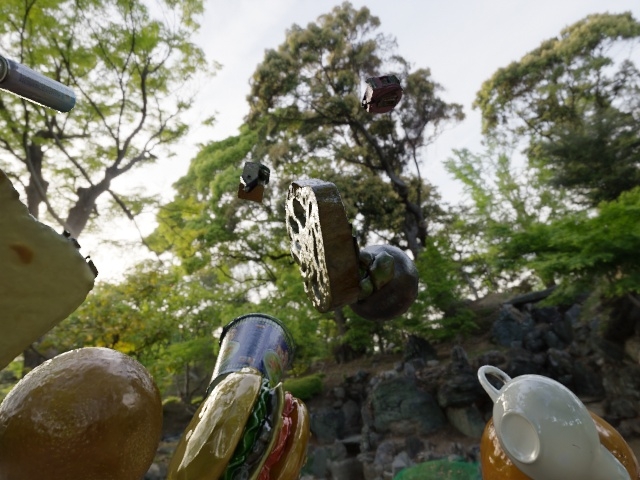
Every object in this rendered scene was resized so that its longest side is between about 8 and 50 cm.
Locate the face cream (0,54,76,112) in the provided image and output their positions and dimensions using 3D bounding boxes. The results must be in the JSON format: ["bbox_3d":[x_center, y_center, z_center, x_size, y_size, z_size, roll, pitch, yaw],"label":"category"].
[{"bbox_3d":[-0.710,-0.381,0.997,0.075,0.075,0.229,-14,-4,10],"label":"face cream"}]

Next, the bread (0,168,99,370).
[{"bbox_3d":[-0.292,-0.010,0.306,0.178,0.240,0.135,-36,23,-3],"label":"bread"}]

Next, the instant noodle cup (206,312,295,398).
[{"bbox_3d":[-0.239,0.429,1.356,0.284,0.284,0.312,-13,14,6],"label":"instant noodle cup"}]

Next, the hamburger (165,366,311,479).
[{"bbox_3d":[-0.081,0.212,0.417,0.115,0.162,0.162,33,-29,-7],"label":"hamburger"}]

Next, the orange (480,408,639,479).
[{"bbox_3d":[0.406,0.390,0.707,0.246,0.246,0.246,-10,-17,-3],"label":"orange"}]

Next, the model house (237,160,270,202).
[{"bbox_3d":[-0.210,-0.180,1.292,0.087,0.100,0.101,13,-22,-5],"label":"model house"}]

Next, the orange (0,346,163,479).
[{"bbox_3d":[-0.419,0.334,0.732,0.274,0.274,0.274,-10,-17,-3],"label":"orange"}]

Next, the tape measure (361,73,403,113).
[{"bbox_3d":[0.188,-0.448,1.266,0.125,0.074,0.118,-17,-25,-10],"label":"tape measure"}]

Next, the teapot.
[{"bbox_3d":[0.304,0.261,0.585,0.092,0.226,0.145,4,-62,-27],"label":"teapot"}]

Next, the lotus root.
[{"bbox_3d":[0.000,0.000,1.099,0.111,0.390,0.375,-10,-39,-17],"label":"lotus root"}]

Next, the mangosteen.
[{"bbox_3d":[0.207,0.151,1.494,0.311,0.311,0.311,-10,-17,-3],"label":"mangosteen"}]
